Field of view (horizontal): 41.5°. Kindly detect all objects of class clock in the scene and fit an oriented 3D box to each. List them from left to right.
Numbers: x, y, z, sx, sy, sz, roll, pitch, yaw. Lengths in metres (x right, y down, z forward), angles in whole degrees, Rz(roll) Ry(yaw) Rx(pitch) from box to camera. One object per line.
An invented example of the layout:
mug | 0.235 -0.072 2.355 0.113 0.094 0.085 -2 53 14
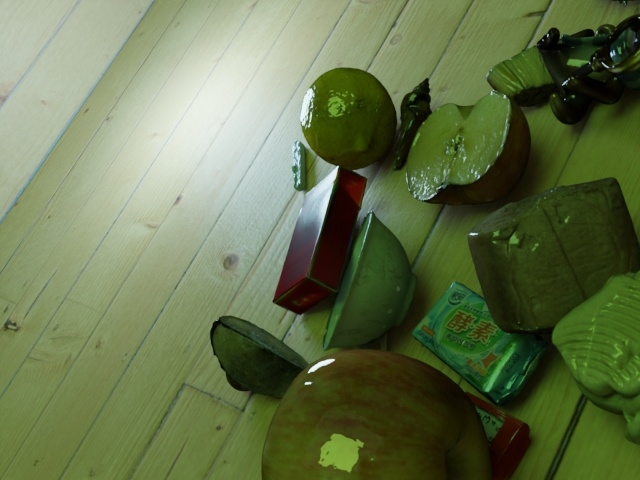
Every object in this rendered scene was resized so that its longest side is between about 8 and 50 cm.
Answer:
clock | 0.296 0.354 1.524 0.155 0.061 0.113 24 81 53

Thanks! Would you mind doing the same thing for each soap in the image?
soap | 0.305 0.195 1.632 0.156 0.077 0.293 -50 40 -4

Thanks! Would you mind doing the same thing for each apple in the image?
apple | 0.096 0.367 1.400 0.346 0.391 0.392 1 59 34
apple | 0.345 -0.177 1.838 0.293 0.163 0.251 -6 63 54

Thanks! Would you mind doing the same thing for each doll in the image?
doll | 0.609 -0.389 1.742 0.339 0.209 0.318 -8 38 46

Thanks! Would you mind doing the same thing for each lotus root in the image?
lotus root | 0.470 -0.365 1.942 0.159 0.095 0.135 -19 51 2

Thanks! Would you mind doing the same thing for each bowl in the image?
bowl | 0.120 0.104 1.790 0.313 0.146 0.314 -162 90 -88

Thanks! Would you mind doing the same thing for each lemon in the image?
lemon | 0.071 -0.308 2.125 0.267 0.267 0.267 -23 45 26

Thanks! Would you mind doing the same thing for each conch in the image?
conch | 0.236 -0.290 2.100 0.086 0.080 0.233 147 130 -69

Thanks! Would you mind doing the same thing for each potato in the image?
potato | -0.140 0.267 1.911 0.120 0.261 0.100 -57 3 17

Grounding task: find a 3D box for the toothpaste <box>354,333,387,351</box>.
toothpaste | 0.113 0.316 1.725 0.314 0.058 0.056 -93 16 -45

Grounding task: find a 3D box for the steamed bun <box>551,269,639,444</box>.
steamed bun | 0.544 0.190 1.339 0.289 0.203 0.276 -32 49 38

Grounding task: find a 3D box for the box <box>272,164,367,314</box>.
box | 0.000 0.000 1.999 0.197 0.089 0.313 -39 30 56

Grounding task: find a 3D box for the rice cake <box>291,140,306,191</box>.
rice cake | -0.059 -0.207 2.313 0.030 0.042 0.180 -28 43 25

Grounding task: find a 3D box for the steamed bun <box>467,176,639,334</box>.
steamed bun | 0.411 0.024 1.535 0.301 0.252 0.199 -21 12 -10

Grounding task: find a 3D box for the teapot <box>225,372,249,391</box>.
teapot | -0.163 0.295 1.974 0.098 0.078 0.129 40 72 12

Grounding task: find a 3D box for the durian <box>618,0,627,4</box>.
durian | 0.682 -0.603 1.938 0.132 0.107 0.375 -48 44 -10
